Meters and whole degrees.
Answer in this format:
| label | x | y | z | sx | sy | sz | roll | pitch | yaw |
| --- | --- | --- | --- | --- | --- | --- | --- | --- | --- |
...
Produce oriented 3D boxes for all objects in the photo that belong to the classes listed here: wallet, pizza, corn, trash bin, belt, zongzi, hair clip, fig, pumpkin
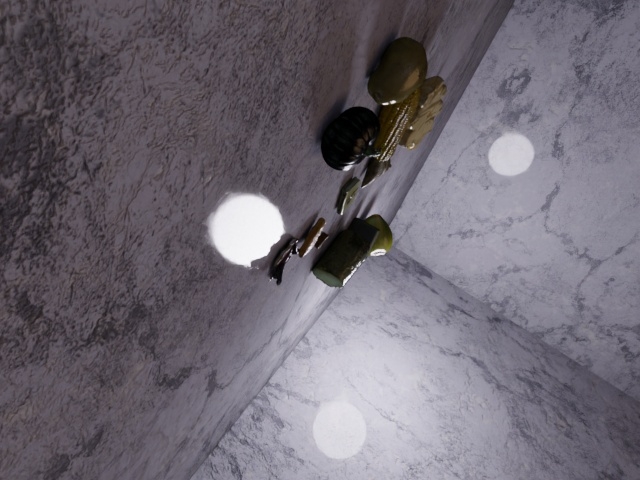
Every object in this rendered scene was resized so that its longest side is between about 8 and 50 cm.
| label | x | y | z | sx | sy | sz | roll | pitch | yaw |
| --- | --- | --- | --- | --- | --- | --- | --- | --- | --- |
| wallet | 0.115 | -0.191 | 1.797 | 0.110 | 0.039 | 0.155 | -46 | 164 | -31 |
| pizza | -0.035 | -0.010 | 1.655 | 0.178 | 0.041 | 0.131 | -60 | 175 | -5 |
| corn | 0.266 | -0.436 | 1.563 | 0.120 | 0.120 | 0.363 | -49 | 167 | -33 |
| trash bin | 0.210 | 0.007 | 2.396 | 0.236 | 0.177 | 0.101 | -63 | 167 | 9 |
| belt | 0.000 | 0.000 | 1.854 | 0.083 | 0.036 | 0.059 | -49 | 173 | -30 |
| zongzi | 0.229 | -0.321 | 1.852 | 0.178 | 0.081 | 0.189 | -46 | 162 | -4 |
| hair clip | -0.127 | 0.070 | 1.501 | 0.146 | 0.056 | 0.187 | 110 | 6 | -61 |
| fig | 0.336 | -0.038 | 2.645 | 0.239 | 0.240 | 0.271 | -40 | 145 | -55 |
| pumpkin | 0.084 | -0.282 | 1.192 | 0.194 | 0.150 | 0.194 | -23 | 177 | -1 |

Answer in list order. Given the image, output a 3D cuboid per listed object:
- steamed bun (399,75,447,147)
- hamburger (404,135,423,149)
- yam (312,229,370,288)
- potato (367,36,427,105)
| label | x | y | z | sx | sy | sz | roll | pitch | yaw |
| --- | --- | --- | --- | --- | --- | --- | --- | --- | --- |
| steamed bun | 0.378 | -0.517 | 1.711 | 0.292 | 0.137 | 0.295 | -59 | 161 | 9 |
| hamburger | 0.442 | -0.520 | 2.055 | 0.162 | 0.115 | 0.162 | -54 | 171 | -13 |
| yam | 0.112 | 0.097 | 2.201 | 0.300 | 0.195 | 0.195 | -51 | 167 | -25 |
| potato | 0.219 | -0.481 | 1.229 | 0.194 | 0.157 | 0.157 | -42 | 167 | -5 |
